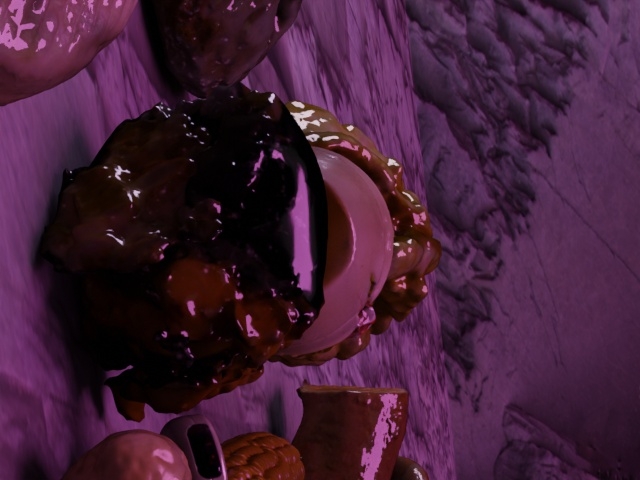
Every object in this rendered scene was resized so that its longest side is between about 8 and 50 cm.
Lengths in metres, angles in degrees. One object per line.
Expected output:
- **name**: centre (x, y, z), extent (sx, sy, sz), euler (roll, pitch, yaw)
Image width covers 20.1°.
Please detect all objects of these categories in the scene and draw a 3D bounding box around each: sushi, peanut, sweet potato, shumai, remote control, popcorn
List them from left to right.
- **peanut**: centre (-0.128, 0.221, 1.221), extent (0.103, 0.098, 0.229), euler (-37, 135, -33)
- **remote control**: centre (-0.108, 0.197, 1.326), extent (0.221, 0.042, 0.078), euler (113, -36, -58)
- **sushi**: centre (-0.092, 0.019, 1.302), extent (0.200, 0.213, 0.204), euler (-55, 132, -38)
- **shumai**: centre (-0.044, -0.256, 1.596), extent (0.222, 0.204, 0.271), euler (-82, 169, -45)
- **popcorn**: centre (0.000, 0.000, 1.654), extent (0.259, 0.212, 0.259), euler (-35, -133, 47)
- **sweet potato**: centre (0.007, 0.313, 1.957), extent (0.131, 0.131, 0.336), euler (58, 42, -70)

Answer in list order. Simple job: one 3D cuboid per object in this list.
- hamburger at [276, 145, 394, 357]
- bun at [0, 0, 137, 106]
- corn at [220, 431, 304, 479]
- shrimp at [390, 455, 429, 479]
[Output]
- **hamburger**: centre (-0.048, 0.005, 1.468), extent (0.116, 0.210, 0.173), euler (21, 77, -69)
- **bun**: centre (-0.190, -0.173, 0.949), extent (0.237, 0.116, 0.209), euler (24, 66, -53)
- **corn**: centre (-0.070, 0.222, 1.574), extent (0.305, 0.106, 0.106), euler (-40, 126, -82)
- **shrimp**: centre (0.027, 0.326, 2.068), extent (0.051, 0.262, 0.198), euler (30, 81, -32)
